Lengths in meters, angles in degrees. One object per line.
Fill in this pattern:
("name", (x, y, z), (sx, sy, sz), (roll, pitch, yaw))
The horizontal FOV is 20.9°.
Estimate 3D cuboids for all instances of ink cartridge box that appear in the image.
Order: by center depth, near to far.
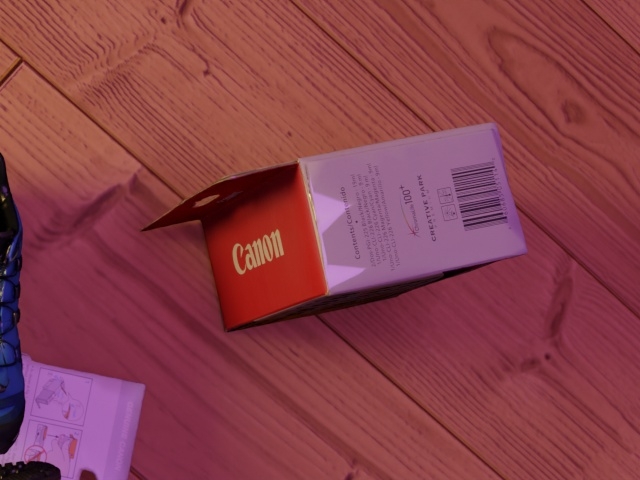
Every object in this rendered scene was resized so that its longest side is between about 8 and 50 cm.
("ink cartridge box", (-0.310, 0.242, 1.636), (0.239, 0.060, 0.275), (15, 75, -19))
("ink cartridge box", (0.000, 0.000, 1.661), (0.272, 0.309, 0.130), (-11, 85, -21))

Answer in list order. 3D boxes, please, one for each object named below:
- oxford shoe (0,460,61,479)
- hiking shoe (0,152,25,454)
("oxford shoe", (-0.331, 0.271, 1.560), (0.227, 0.083, 0.096), (-26, 110, -23))
("hiking shoe", (-0.324, 0.047, 1.575), (0.113, 0.132, 0.304), (0, 58, -27))
